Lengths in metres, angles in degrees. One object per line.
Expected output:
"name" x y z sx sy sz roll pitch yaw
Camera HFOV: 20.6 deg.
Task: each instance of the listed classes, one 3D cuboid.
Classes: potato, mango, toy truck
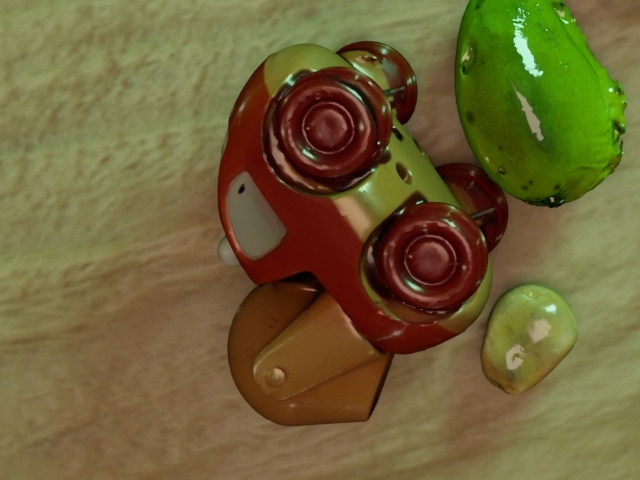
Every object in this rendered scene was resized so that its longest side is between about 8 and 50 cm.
"potato" 0.158 0.077 1.357 0.068 0.062 0.083 28 77 30
"mango" 0.156 -0.111 1.311 0.100 0.119 0.178 -20 87 53
"toy truck" 0.000 0.000 1.304 0.239 0.189 0.265 -34 95 18
